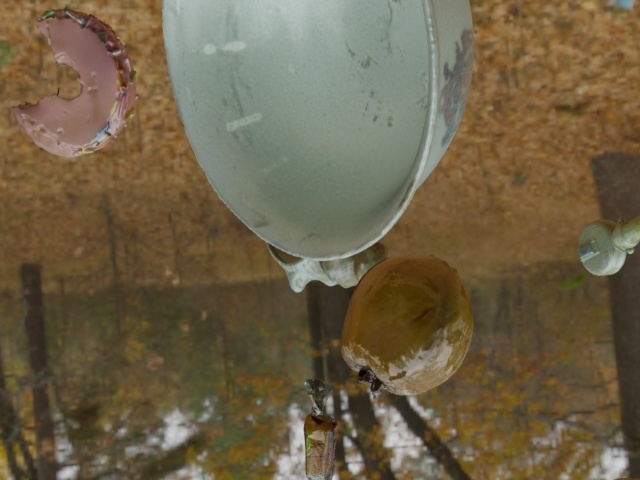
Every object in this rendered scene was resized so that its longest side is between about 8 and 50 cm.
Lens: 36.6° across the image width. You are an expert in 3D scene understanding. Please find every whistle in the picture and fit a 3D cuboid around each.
[{"bbox_3d":[0.531,-0.001,1.743,0.057,0.104,0.198,-4,163,-20],"label":"whistle"}]

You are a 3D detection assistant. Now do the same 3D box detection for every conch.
[{"bbox_3d":[0.006,0.010,1.842,0.203,0.169,0.386,-44,-142,-19],"label":"conch"}]

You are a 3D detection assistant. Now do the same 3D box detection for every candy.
[{"bbox_3d":[0.001,0.274,1.313,0.046,0.182,0.053,-1,-174,10],"label":"candy"}]

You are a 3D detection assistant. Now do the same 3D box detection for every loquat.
[{"bbox_3d":[0.125,0.129,1.447,0.187,0.234,0.176,23,176,36],"label":"loquat"}]

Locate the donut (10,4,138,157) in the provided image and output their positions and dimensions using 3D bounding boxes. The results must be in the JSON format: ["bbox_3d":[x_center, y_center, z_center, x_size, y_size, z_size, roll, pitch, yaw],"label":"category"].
[{"bbox_3d":[-0.377,-0.242,1.536,0.199,0.233,0.085,30,-160,14],"label":"donut"}]

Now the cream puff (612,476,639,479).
[{"bbox_3d":[0.342,0.355,0.961,0.196,0.244,0.244,-5,178,-26],"label":"cream puff"}]

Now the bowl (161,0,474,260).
[{"bbox_3d":[0.028,-0.213,1.028,0.196,0.435,0.435,-19,-173,-37],"label":"bowl"}]
